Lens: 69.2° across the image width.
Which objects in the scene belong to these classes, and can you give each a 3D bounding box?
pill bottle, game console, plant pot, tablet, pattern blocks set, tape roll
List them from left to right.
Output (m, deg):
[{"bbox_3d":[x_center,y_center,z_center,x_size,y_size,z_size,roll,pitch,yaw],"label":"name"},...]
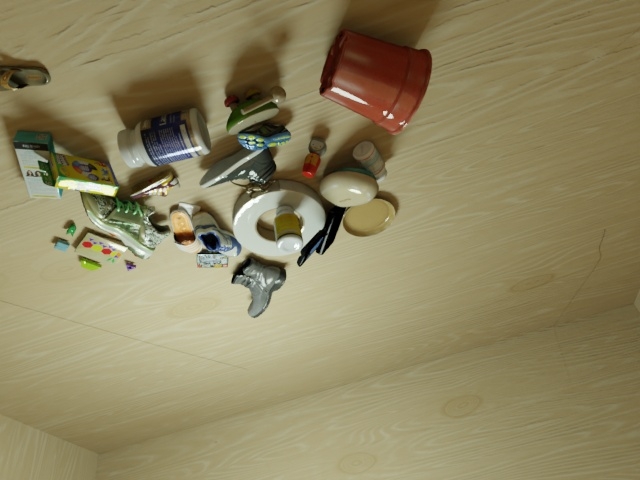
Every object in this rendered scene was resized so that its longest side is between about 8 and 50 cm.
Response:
[{"bbox_3d":[-0.899,0.034,1.921,0.285,0.026,0.325,-34,135,23],"label":"pattern blocks set"},{"bbox_3d":[-0.507,-0.327,1.513,0.265,0.153,0.153,-14,139,1],"label":"pill bottle"},{"bbox_3d":[-0.524,-0.125,1.849,0.083,0.006,0.054,10,134,-24],"label":"tablet"},{"bbox_3d":[-0.171,-0.086,1.929,0.392,0.072,0.392,-6,138,-6],"label":"tape roll"},{"bbox_3d":[-0.127,-0.046,1.789,0.103,0.184,0.103,-7,139,-6],"label":"pill bottle"},{"bbox_3d":[0.000,0.000,1.893,0.044,0.361,0.213,27,127,12],"label":"game console"},{"bbox_3d":[0.209,-0.105,2.029,0.236,0.032,0.236,-6,138,-6],"label":"plant pot"},{"bbox_3d":[0.153,-0.498,1.419,0.265,0.272,0.272,15,132,-18],"label":"plant pot"},{"bbox_3d":[0.193,-0.297,1.767,0.087,0.087,0.160,-27,137,16],"label":"pill bottle"}]

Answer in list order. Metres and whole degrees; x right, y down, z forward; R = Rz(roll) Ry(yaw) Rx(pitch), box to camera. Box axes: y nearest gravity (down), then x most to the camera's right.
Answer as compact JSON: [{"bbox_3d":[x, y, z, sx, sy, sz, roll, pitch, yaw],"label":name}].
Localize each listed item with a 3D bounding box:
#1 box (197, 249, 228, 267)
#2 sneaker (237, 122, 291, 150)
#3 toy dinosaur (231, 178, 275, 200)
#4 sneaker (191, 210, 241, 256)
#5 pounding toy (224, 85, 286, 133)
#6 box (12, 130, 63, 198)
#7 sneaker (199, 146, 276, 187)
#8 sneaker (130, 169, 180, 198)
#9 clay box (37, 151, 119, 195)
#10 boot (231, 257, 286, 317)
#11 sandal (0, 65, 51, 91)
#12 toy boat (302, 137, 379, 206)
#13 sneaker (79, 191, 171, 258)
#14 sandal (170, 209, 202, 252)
[{"bbox_3d":[-0.482,0.083,2.076,0.137,0.027,0.094,0,139,-14],"label":"box"},{"bbox_3d":[-0.196,-0.361,1.595,0.188,0.078,0.067,-13,146,-24],"label":"sneaker"},{"bbox_3d":[-0.261,-0.199,1.763,0.183,0.092,0.053,-2,133,-6],"label":"toy dinosaur"},{"bbox_3d":[-0.432,0.010,1.927,0.112,0.131,0.296,-28,140,14],"label":"sneaker"},{"bbox_3d":[-0.228,-0.437,1.482,0.183,0.110,0.237,-28,-175,-26],"label":"pounding toy"},{"bbox_3d":[-0.946,-0.249,1.565,0.101,0.060,0.244,2,137,-17],"label":"box"},{"bbox_3d":[-0.292,-0.239,1.699,0.296,0.104,0.147,-28,131,12],"label":"sneaker"},{"bbox_3d":[-0.610,-0.185,1.712,0.185,0.069,0.084,-22,133,12],"label":"sneaker"},{"bbox_3d":[-0.798,-0.220,1.533,0.222,0.127,0.053,8,130,-48],"label":"clay box"},{"bbox_3d":[-0.332,0.221,2.221,0.223,0.118,0.338,19,119,-27],"label":"boot"},{"bbox_3d":[-0.883,-0.465,1.347,0.180,0.049,0.072,-7,139,-6],"label":"sandal"},{"bbox_3d":[0.071,-0.248,1.739,0.318,0.148,0.267,30,159,-33],"label":"toy boat"},{"bbox_3d":[-0.722,-0.104,1.749,0.182,0.158,0.410,-34,141,2],"label":"sneaker"},{"bbox_3d":[-0.562,-0.014,1.906,0.102,0.076,0.265,-9,141,-2],"label":"sandal"}]
